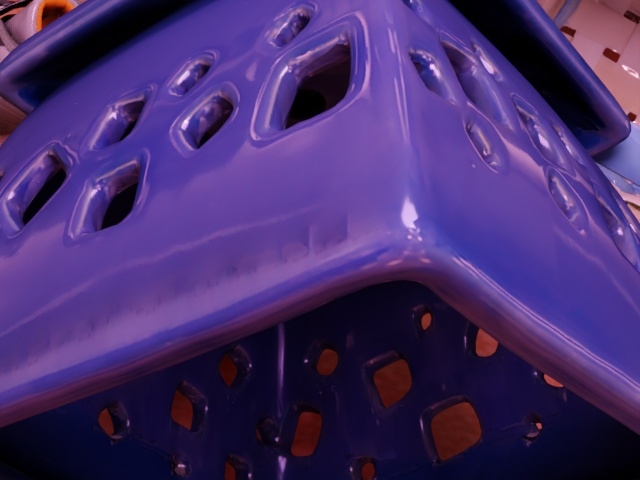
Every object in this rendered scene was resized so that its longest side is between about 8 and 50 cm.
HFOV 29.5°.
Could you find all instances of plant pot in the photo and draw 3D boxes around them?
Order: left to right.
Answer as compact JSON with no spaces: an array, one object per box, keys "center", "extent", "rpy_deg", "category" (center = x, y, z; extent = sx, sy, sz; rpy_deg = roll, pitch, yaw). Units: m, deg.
[{"center":[0.000,0.000,0.481],"extent":[0.236,0.236,0.212],"rpy_deg":[36,42,-42],"category":"plant pot"}]

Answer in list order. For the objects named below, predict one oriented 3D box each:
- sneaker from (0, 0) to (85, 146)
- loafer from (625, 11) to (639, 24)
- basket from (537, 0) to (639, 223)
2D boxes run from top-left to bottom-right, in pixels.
[{"center":[-0.169,-0.095,0.692],"extent":[0.271,0.108,0.100],"rpy_deg":[14,38,37],"category":"sneaker"},{"center":[0.310,-0.279,0.992],"extent":[0.130,0.134,0.366],"rpy_deg":[25,42,-7],"category":"loafer"},{"center":[0.169,-0.079,0.692],"extent":[0.254,0.201,0.289],"rpy_deg":[35,18,23],"category":"basket"}]
